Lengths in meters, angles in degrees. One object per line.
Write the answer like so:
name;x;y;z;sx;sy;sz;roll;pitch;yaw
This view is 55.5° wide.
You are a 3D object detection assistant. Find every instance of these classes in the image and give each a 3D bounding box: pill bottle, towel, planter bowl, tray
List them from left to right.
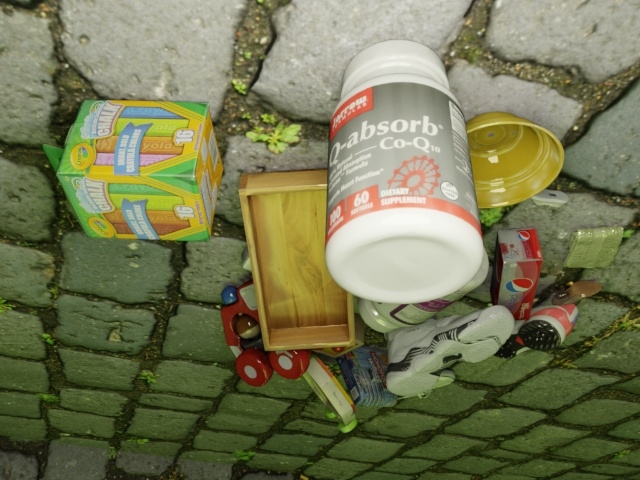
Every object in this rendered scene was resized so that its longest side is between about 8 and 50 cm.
tray;-0.037;0.050;1.257;0.202;0.076;0.411;-4;125;1
pill bottle;0.114;-0.109;0.893;0.210;0.363;0.210;1;145;1
pill bottle;0.211;0.090;1.340;0.169;0.169;0.301;19;142;-23
planter bowl;0.300;-0.156;1.053;0.217;0.090;0.217;2;145;1
towel;0.602;0.018;1.340;0.110;0.027;0.148;-4;144;7

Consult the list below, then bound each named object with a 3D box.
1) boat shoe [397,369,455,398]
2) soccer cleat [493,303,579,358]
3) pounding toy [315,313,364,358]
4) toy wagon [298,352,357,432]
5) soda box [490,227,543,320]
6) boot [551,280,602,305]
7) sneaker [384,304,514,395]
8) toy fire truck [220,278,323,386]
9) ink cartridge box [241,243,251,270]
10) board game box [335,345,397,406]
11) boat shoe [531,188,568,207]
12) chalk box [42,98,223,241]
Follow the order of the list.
boat shoe;0.325;0.473;1.957;0.226;0.076;0.083;-16;141;24
soccer cleat;0.523;0.228;1.566;0.116;0.109;0.318;-32;180;-28
pounding toy;0.076;0.243;1.628;0.181;0.094;0.206;26;139;-30
toy wagon;-0.015;0.405;1.775;0.267;0.068;0.344;57;167;-13
soda box;0.442;0.085;1.386;0.083;0.092;0.263;-5;144;8
boot;0.633;0.138;1.504;0.118;0.042;0.087;-11;149;20
sneaker;0.291;0.214;1.495;0.137;0.210;0.366;28;126;-32
toy fire truck;-0.129;0.207;1.520;0.302;0.169;0.254;-21;101;37
ink cartridge box;0.000;0.000;1.321;0.275;0.060;0.239;20;121;-22
board game box;0.154;0.388;1.778;0.194;0.194;0.060;11;129;-36
boat shoe;0.439;-0.083;1.200;0.100;0.035;0.035;7;142;-18
chalk box;-0.334;-0.121;1.059;0.289;0.179;0.180;1;144;2
